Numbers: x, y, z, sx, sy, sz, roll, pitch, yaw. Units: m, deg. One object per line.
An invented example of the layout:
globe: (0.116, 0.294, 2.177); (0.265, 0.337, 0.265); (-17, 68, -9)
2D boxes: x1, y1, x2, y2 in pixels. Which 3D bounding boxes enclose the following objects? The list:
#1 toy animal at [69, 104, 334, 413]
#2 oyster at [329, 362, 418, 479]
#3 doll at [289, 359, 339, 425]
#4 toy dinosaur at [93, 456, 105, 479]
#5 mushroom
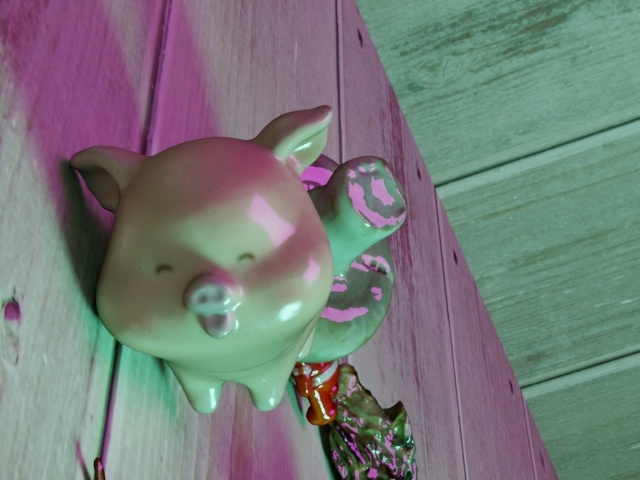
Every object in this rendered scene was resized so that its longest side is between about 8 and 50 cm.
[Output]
toy animal: (-0.080, 0.021, 1.599); (0.326, 0.237, 0.269); (-80, 159, -75)
oyster: (0.091, 0.326, 2.193); (0.221, 0.096, 0.361); (42, 34, -80)
doll: (-0.027, 0.092, 2.039); (0.142, 0.076, 0.245); (-87, 160, -62)
toy dinosaur: (-0.043, 0.360, 1.434); (0.432, 0.097, 0.208); (49, 4, 11)
mushroom: (0.000, 0.000, 1.862); (0.243, 0.243, 0.243); (-18, 90, -78)
